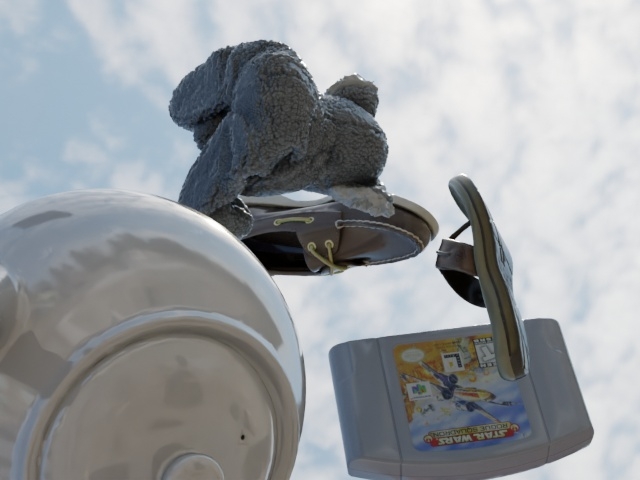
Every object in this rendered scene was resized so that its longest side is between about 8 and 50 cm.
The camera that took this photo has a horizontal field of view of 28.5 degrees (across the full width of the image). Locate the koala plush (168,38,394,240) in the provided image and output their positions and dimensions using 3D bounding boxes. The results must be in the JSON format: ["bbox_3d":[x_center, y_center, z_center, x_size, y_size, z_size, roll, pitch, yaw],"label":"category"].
[{"bbox_3d":[-0.017,-0.105,1.327,0.221,0.203,0.196,11,-121,-33],"label":"koala plush"}]

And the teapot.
[{"bbox_3d":[-0.100,0.101,0.693,0.256,0.187,0.253,-14,-68,-28],"label":"teapot"}]

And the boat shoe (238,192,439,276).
[{"bbox_3d":[0.000,0.000,1.639,0.097,0.324,0.117,-62,-41,-33],"label":"boat shoe"}]

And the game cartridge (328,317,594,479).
[{"bbox_3d":[0.168,0.195,1.519,0.297,0.198,0.062,-7,-46,-4],"label":"game cartridge"}]

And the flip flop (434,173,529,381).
[{"bbox_3d":[0.169,0.038,1.388,0.112,0.080,0.277,54,-158,-49],"label":"flip flop"}]
